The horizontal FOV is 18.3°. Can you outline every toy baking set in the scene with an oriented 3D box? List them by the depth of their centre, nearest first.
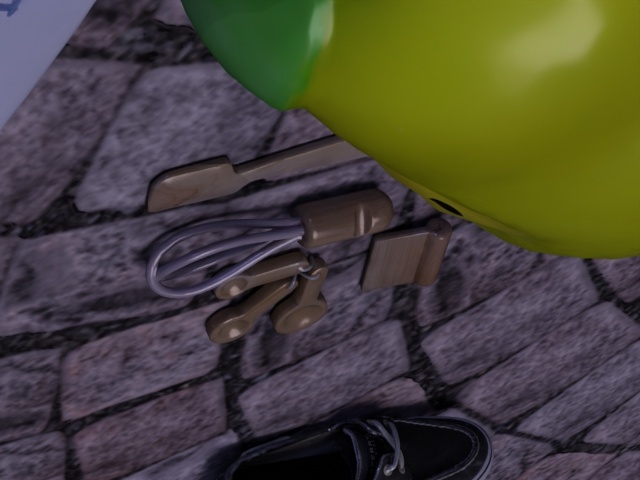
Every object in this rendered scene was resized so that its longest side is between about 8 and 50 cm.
[{"bbox_3d":[0.006,-0.003,1.128,0.197,0.030,0.256,-29,153,4],"label":"toy baking set"}]

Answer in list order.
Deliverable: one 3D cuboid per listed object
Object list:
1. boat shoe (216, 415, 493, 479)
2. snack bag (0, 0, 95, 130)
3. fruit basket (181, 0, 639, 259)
[{"bbox_3d":[0.030,0.162,1.391,0.219,0.077,0.070,-13,151,-24],"label":"boat shoe"},{"bbox_3d":[-0.224,-0.111,0.678,0.342,0.037,0.323,3,148,-34],"label":"snack bag"},{"bbox_3d":[0.109,-0.080,0.579,0.392,0.392,0.283,-17,151,-20],"label":"fruit basket"}]
